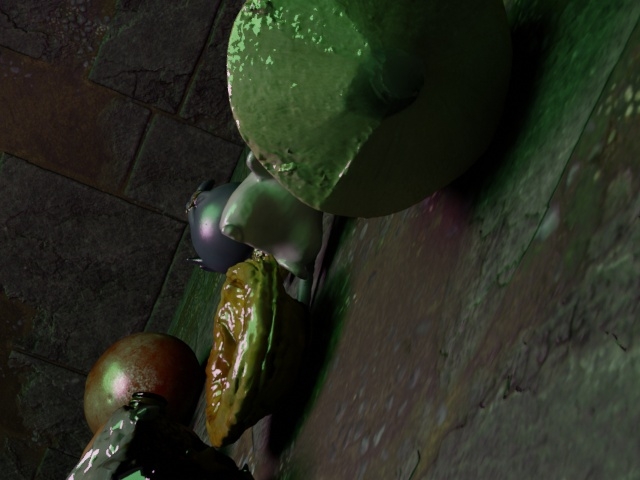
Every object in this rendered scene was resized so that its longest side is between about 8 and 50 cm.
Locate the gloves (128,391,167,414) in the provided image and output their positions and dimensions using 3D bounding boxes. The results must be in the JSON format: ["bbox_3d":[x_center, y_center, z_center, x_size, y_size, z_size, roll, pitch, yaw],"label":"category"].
[{"bbox_3d":[-0.326,0.414,1.793,0.107,0.135,0.268,-20,57,16],"label":"gloves"}]

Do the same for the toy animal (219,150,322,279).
[{"bbox_3d":[-0.020,-0.096,1.202,0.282,0.140,0.138,-58,13,16],"label":"toy animal"}]

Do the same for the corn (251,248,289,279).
[{"bbox_3d":[-0.044,-0.037,1.435,0.072,0.072,0.203,-151,82,-80],"label":"corn"}]

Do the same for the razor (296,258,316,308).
[{"bbox_3d":[-0.007,-0.002,1.277,0.084,0.035,0.211,123,166,-55],"label":"razor"}]

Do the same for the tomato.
[{"bbox_3d":[-0.375,0.314,2.008,0.270,0.222,0.270,-162,90,-80],"label":"tomato"}]

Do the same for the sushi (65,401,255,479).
[{"bbox_3d":[-0.155,0.315,0.959,0.234,0.207,0.349,-50,23,23],"label":"sushi"}]

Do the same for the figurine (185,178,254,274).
[{"bbox_3d":[-0.125,-0.021,1.589,0.265,0.197,0.175,175,92,-74],"label":"figurine"}]

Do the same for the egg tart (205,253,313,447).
[{"bbox_3d":[-0.076,0.130,1.142,0.241,0.105,0.241,-168,90,-76],"label":"egg tart"}]

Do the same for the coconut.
[{"bbox_3d":[0.036,-0.139,0.806,0.244,0.239,0.239,-136,69,-79],"label":"coconut"}]

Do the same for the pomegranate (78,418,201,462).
[{"bbox_3d":[-0.260,0.346,1.406,0.207,0.207,0.207,-158,90,-80],"label":"pomegranate"}]
